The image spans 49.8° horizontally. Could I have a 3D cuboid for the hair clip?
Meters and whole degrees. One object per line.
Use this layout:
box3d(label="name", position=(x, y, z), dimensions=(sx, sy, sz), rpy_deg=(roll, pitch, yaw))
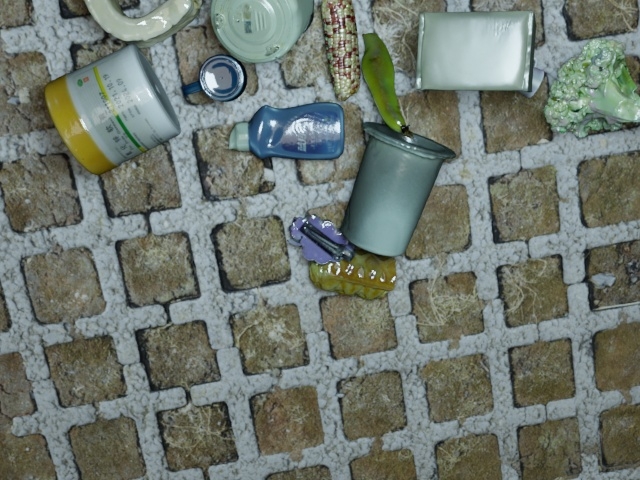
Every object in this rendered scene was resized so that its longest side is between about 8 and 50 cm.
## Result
box3d(label="hair clip", position=(0.000, -0.001, 1.774), dimensions=(0.195, 0.052, 0.124), rpy_deg=(31, 66, 19))

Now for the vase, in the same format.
box3d(label="vase", position=(0.178, -0.124, 1.722), dimensions=(0.244, 0.245, 0.291), rpy_deg=(15, 110, -8))

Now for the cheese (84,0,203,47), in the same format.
box3d(label="cheese", position=(-0.406, -0.622, 1.585), dimensions=(0.292, 0.153, 0.333), rpy_deg=(-8, 103, -2))

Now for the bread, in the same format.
box3d(label="bread", position=(0.084, 0.087, 1.821), dimensions=(0.231, 0.088, 0.128), rpy_deg=(11, 96, -8))

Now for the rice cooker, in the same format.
box3d(label="rice cooker", position=(-0.132, -0.536, 1.587), dimensions=(0.225, 0.244, 0.226), rpy_deg=(7, 127, 9))

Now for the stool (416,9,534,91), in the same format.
box3d(label="stool", position=(0.367, -0.429, 1.596), dimensions=(0.243, 0.269, 0.171), rpy_deg=(5, 103, 18))

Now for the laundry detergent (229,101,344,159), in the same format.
box3d(label="laundry detergent", position=(-0.086, -0.269, 1.721), dimensions=(0.289, 0.094, 0.144), rpy_deg=(-4, 107, -4))

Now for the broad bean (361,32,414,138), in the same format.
box3d(label="broad bean", position=(0.158, -0.370, 1.683), dimensions=(0.075, 0.067, 0.325), rpy_deg=(-26, 74, 29))

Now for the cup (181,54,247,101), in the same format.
box3d(label="cup", position=(-0.246, -0.378, 1.661), dimensions=(0.113, 0.138, 0.150), rpy_deg=(42, 96, -12))

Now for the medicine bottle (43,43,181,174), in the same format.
box3d(label="medicine bottle", position=(-0.479, -0.304, 1.608), dimensions=(0.231, 0.238, 0.238), rpy_deg=(-26, 103, 2))

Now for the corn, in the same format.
box3d(label="corn", position=(0.054, -0.471, 1.691), dimensions=(0.086, 0.086, 0.254), rpy_deg=(-9, 104, -2))

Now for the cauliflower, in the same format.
box3d(label="cauliflower", position=(0.690, -0.351, 1.674), dimensions=(0.238, 0.315, 0.257), rpy_deg=(4, 119, -24))

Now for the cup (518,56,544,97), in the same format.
box3d(label="cup", position=(0.507, -0.430, 1.750), dimensions=(0.116, 0.074, 0.104), rpy_deg=(25, 76, -5))
